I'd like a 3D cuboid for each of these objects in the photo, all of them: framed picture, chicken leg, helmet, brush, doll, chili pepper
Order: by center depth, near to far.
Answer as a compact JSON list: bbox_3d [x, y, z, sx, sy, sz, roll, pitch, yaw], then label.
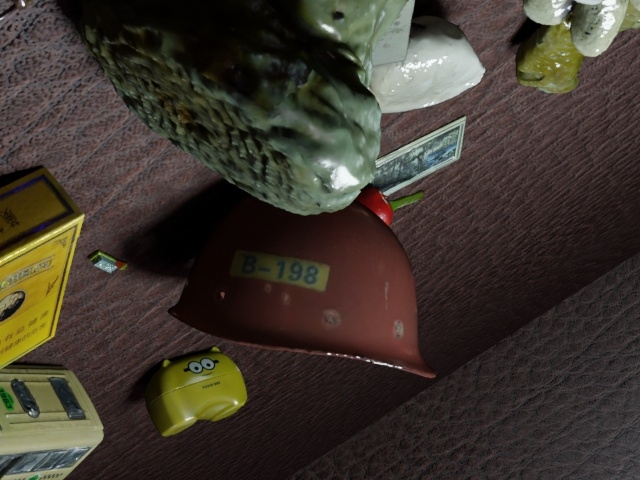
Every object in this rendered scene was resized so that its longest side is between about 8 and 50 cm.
[{"bbox_3d":[0.311,-0.324,1.148,0.175,0.149,0.278,11,142,1],"label":"doll"},{"bbox_3d":[0.379,-0.310,1.336,0.429,0.201,0.153,-46,-162,59],"label":"chicken leg"},{"bbox_3d":[-0.289,0.034,1.428,0.018,0.021,0.083,-36,159,8],"label":"brush"},{"bbox_3d":[-0.008,0.040,1.450,0.384,0.230,0.337,10,178,15],"label":"helmet"},{"bbox_3d":[0.153,-0.126,1.663,0.183,0.011,0.142,-27,159,-8],"label":"framed picture"},{"bbox_3d":[-0.006,0.003,1.670,0.368,0.092,0.137,-28,178,15],"label":"chili pepper"}]

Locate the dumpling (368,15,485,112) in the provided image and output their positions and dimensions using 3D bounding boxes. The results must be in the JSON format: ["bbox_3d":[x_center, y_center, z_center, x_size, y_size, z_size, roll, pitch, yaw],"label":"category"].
[{"bbox_3d":[0.109,-0.217,1.281,0.176,0.092,0.150,-6,148,-48],"label":"dumpling"}]

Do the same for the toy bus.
[{"bbox_3d":[-0.497,0.280,1.510,0.202,0.177,0.365,-39,161,13],"label":"toy bus"}]

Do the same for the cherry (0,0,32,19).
[{"bbox_3d":[-0.342,-0.166,0.841,0.225,0.090,0.107,-46,134,-18],"label":"cherry"}]

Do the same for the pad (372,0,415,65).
[{"bbox_3d":[-0.032,-0.214,1.095,0.264,0.009,0.159,-7,159,-2],"label":"pad"}]

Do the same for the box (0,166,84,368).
[{"bbox_3d":[-0.395,0.064,1.212,0.193,0.084,0.301,-35,165,-35],"label":"box"}]

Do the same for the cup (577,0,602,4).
[{"bbox_3d":[0.220,-0.382,0.882,0.253,0.253,0.274,-5,139,-48],"label":"cup"}]

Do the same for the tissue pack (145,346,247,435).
[{"bbox_3d":[-0.235,0.279,1.919,0.178,0.127,0.123,-11,159,-40],"label":"tissue pack"}]

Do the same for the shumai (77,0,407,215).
[{"bbox_3d":[-0.040,-0.201,0.961,0.263,0.309,0.304,-52,-164,-11],"label":"shumai"}]
